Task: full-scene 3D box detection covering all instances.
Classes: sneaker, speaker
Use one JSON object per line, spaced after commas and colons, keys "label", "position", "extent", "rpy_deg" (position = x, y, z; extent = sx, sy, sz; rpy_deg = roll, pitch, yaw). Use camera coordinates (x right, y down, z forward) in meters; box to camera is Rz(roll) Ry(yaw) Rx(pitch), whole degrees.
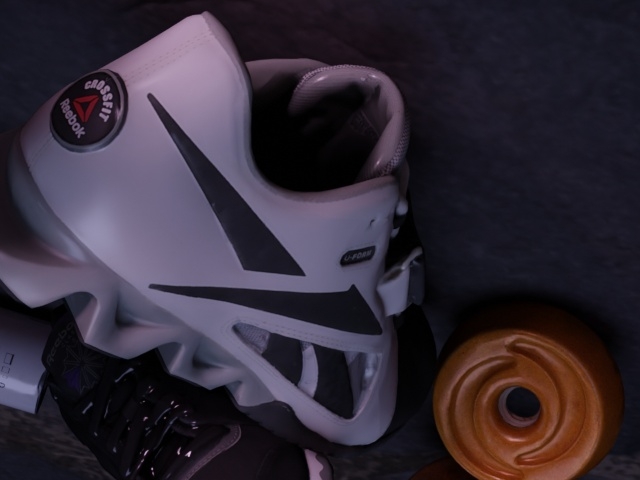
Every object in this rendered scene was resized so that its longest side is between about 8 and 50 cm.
{"label": "sneaker", "position": [0.000, 0.000, 0.789], "extent": [0.146, 0.122, 0.330], "rpy_deg": [-39, 152, 13]}
{"label": "sneaker", "position": [-0.085, 0.095, 0.879], "extent": [0.124, 0.107, 0.283], "rpy_deg": [35, -174, -20]}
{"label": "speaker", "position": [-0.221, 0.056, 1.040], "extent": [0.136, 0.055, 0.055], "rpy_deg": [17, 148, -4]}

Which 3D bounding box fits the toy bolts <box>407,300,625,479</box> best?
{"label": "toy bolts", "position": [0.156, 0.136, 0.986], "extent": [0.228, 0.158, 0.218], "rpy_deg": [17, 109, 15]}
